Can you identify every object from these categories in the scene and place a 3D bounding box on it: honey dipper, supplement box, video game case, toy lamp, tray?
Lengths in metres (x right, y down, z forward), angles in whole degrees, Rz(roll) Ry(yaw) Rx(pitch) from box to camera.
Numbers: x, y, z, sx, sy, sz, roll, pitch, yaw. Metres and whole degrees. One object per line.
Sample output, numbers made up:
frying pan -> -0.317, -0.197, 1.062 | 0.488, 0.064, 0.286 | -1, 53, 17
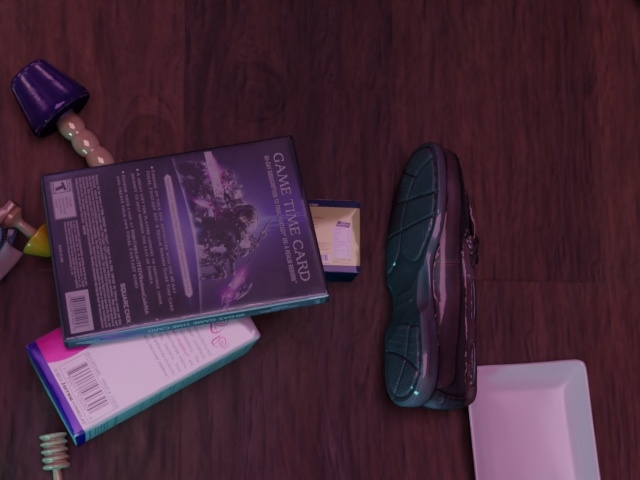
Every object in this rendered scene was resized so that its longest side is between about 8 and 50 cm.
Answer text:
honey dipper -> -0.273, 0.284, 1.560 | 0.031, 0.030, 0.160 | -8, 81, -11
supplement box -> 0.000, 0.000, 1.656 | 0.083, 0.056, 0.083 | 2, 77, -9
supplement box -> -0.189, 0.115, 1.570 | 0.220, 0.114, 0.111 | -28, 82, -13
video game case -> -0.144, -0.002, 1.543 | 0.274, 0.026, 0.196 | -9, 64, -8
toy lamp -> -0.237, -0.084, 1.627 | 0.080, 0.080, 0.274 | -40, 89, -15
tray -> 0.242, 0.272, 1.649 | 0.145, 0.030, 0.270 | -3, 78, -9

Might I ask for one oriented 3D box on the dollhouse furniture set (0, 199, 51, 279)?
dollhouse furniture set -> -0.363, 0.104, 1.453 | 0.198, 0.286, 0.303 | 40, 86, 1

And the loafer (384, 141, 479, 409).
loafer -> 0.134, 0.043, 1.655 | 0.095, 0.109, 0.302 | 13, 73, -27
